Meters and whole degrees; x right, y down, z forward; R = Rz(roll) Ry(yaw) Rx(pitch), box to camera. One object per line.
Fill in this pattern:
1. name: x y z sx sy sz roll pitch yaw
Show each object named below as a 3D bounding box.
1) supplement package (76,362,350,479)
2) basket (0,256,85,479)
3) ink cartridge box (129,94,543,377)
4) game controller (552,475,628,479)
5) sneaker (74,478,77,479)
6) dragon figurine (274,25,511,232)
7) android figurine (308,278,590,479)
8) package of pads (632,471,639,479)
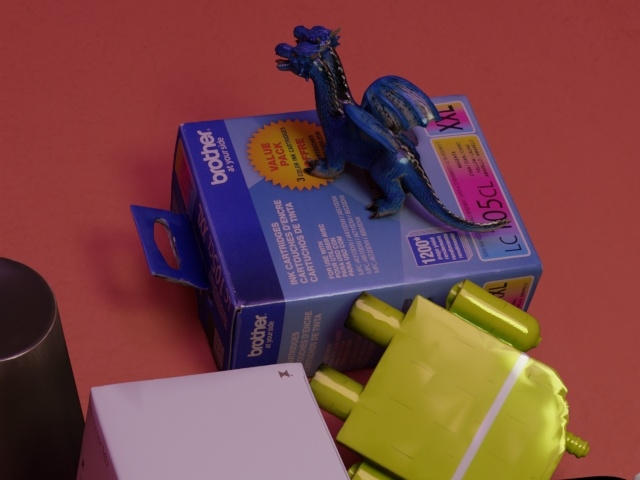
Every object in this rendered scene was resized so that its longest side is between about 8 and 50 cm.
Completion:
1. supplement package: -0.082 0.257 1.647 0.204 0.145 0.262 -5 45 -21
2. basket: -0.313 0.135 1.783 0.204 0.227 0.154 0 49 -10
3. ink cartridge box: 0.000 0.000 2.014 0.395 0.151 0.270 -9 51 -15
4. game controller: 0.256 0.363 1.785 0.166 0.067 0.319 0 48 -10
5. sneaker: -0.165 0.344 1.706 0.121 0.111 0.300 0 50 -13
6. dragon figurine: 0.064 -0.108 1.921 0.289 0.144 0.085 35 52 21
7. android figurine: 0.129 0.167 1.852 0.273 0.056 0.248 28 80 5
8. package of pads: 0.451 0.292 1.815 0.296 0.101 0.229 -15 56 -38
